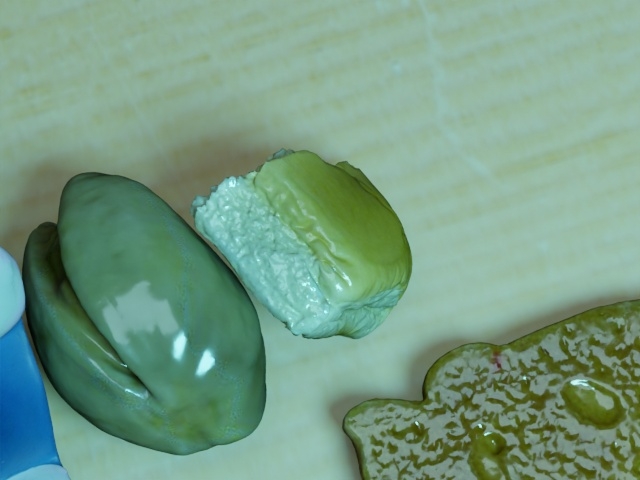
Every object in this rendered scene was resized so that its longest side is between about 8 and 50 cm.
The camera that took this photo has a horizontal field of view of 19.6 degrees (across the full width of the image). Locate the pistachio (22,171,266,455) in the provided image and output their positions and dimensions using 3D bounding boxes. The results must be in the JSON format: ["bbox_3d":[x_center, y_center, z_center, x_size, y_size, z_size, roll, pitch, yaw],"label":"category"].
[{"bbox_3d":[-0.102,0.042,1.046,0.124,0.124,0.185,-28,61,-7],"label":"pistachio"}]

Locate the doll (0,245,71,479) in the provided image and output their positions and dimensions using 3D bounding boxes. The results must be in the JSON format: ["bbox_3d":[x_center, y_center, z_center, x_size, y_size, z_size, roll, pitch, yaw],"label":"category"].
[{"bbox_3d":[-0.308,0.110,0.972,0.310,0.240,0.284,-18,95,-19],"label":"doll"}]

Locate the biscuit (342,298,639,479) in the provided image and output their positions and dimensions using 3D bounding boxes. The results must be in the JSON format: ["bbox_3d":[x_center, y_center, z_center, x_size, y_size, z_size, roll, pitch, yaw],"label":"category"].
[{"bbox_3d":[0.112,0.129,1.034,0.183,0.043,0.280,43,72,14],"label":"biscuit"}]

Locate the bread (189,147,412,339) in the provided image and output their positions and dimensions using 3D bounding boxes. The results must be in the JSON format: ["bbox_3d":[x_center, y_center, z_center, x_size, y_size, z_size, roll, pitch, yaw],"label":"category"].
[{"bbox_3d":[-0.001,0.001,1.047,0.106,0.125,0.082,43,103,19],"label":"bread"}]
